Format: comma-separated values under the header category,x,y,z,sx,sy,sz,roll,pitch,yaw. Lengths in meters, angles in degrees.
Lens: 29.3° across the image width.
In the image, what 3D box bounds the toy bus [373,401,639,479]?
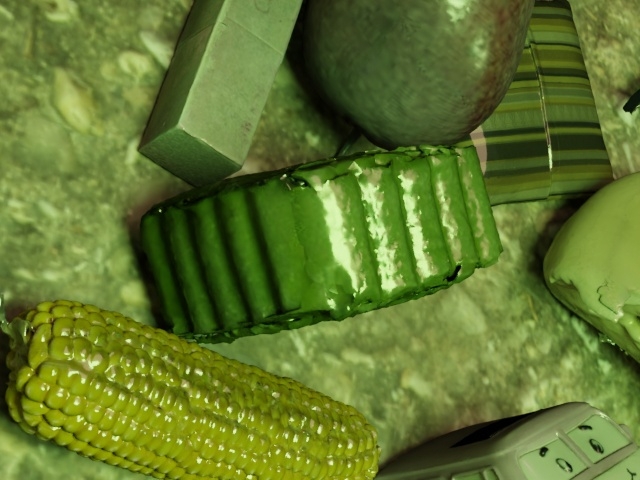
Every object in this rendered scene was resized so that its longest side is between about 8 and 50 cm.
category,x,y,z,sx,sy,sz,roll,pitch,yaw
toy bus,0.151,0.211,0.938,0.142,0.202,0.142,-16,84,-40

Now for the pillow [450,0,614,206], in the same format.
category,x,y,z,sx,sy,sz,roll,pitch,yaw
pillow,0.191,-0.137,1.170,0.208,0.052,0.212,-7,80,-35

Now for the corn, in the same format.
category,x,y,z,sx,sy,sz,roll,pitch,yaw
corn,-0.090,0.122,0.846,0.310,0.101,0.101,27,62,-31

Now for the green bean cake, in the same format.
category,x,y,z,sx,sy,sz,roll,pitch,yaw
green bean cake,0.000,0.000,0.879,0.200,0.214,0.113,-13,90,-42

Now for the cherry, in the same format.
category,x,y,z,sx,sy,sz,roll,pitch,yaw
cherry,0.081,-0.183,1.000,0.184,0.266,0.213,16,46,-19

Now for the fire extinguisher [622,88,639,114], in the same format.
category,x,y,z,sx,sy,sz,roll,pitch,yaw
fire extinguisher,0.469,-0.126,1.360,0.344,0.102,0.138,17,101,-33

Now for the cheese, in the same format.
category,x,y,z,sx,sy,sz,roll,pitch,yaw
cheese,0.340,0.056,1.132,0.266,0.127,0.233,37,53,12

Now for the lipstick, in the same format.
category,x,y,z,sx,sy,sz,roll,pitch,yaw
lipstick,-0.057,-0.195,0.984,0.066,0.068,0.317,32,59,-27
